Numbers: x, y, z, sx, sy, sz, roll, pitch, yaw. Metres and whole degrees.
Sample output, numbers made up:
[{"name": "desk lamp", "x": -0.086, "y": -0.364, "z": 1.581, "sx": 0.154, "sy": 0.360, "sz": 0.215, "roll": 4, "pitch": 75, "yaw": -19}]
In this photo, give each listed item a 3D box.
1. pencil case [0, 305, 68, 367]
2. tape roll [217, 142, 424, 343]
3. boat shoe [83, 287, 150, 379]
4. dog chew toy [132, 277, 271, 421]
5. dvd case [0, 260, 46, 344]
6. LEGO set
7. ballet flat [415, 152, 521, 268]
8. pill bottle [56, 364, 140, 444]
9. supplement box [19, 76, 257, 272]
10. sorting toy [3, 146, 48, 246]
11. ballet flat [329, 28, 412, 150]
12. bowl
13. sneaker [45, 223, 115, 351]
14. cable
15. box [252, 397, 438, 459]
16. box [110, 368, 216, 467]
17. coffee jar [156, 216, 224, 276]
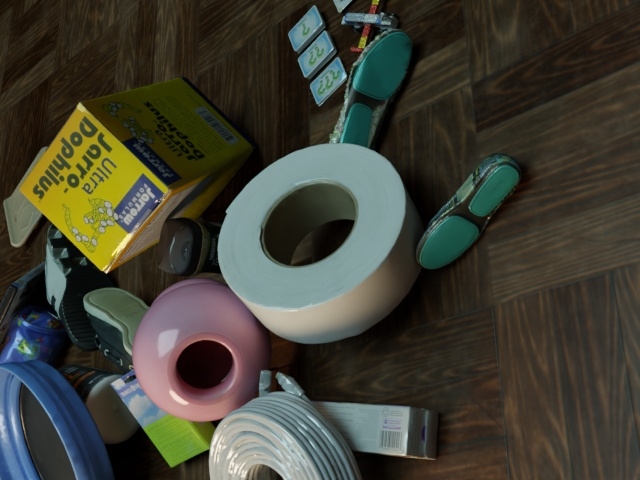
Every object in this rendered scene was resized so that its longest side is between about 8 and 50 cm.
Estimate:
[{"name": "pencil case", "x": -0.666, "y": 0.290, "z": 1.920, "sx": 0.306, "sy": 0.133, "sz": 0.119, "roll": -62, "pitch": 15, "yaw": 8}, {"name": "tape roll", "x": 0.000, "y": 0.000, "z": 1.241, "sx": 0.286, "sy": 0.100, "sz": 0.286, "roll": -14, "pitch": 52, "yaw": 18}, {"name": "boat shoe", "x": -0.330, "y": 0.199, "z": 1.605, "sx": 0.340, "sy": 0.127, "sz": 0.113, "roll": 24, "pitch": 121, "yaw": 39}, {"name": "dog chew toy", "x": -0.191, "y": 0.152, "z": 1.382, "sx": 0.206, "sy": 0.206, "sz": 0.332, "roll": -66, "pitch": 14, "yaw": 5}, {"name": "dvd case", "x": -0.682, "y": 0.149, "z": 1.966, "sx": 0.180, "sy": 0.022, "sz": 0.253, "roll": -61, "pitch": 5, "yaw": 10}, {"name": "LEGO set", "x": 0.038, "y": -0.372, "z": 1.467, "sx": 0.244, "sy": 0.060, "sz": 0.182, "roll": -40, "pitch": 53, "yaw": 30}, {"name": "ballet flat", "x": 0.195, "y": -0.041, "z": 1.168, "sx": 0.188, "sy": 0.070, "sz": 0.070, "roll": -47, "pitch": 45, "yaw": 21}, {"name": "pill bottle", "x": -0.450, "y": 0.308, "z": 1.675, "sx": 0.246, "sy": 0.130, "sz": 0.130, "roll": -1, "pitch": 74, "yaw": 48}, {"name": "supplement box", "x": -0.291, "y": -0.125, "z": 1.475, "sx": 0.195, "sy": 0.356, "sz": 0.194, "roll": 43, "pitch": 114, "yaw": 2}, {"name": "sorting toy", "x": -0.725, "y": -0.110, "z": 2.219, "sx": 0.208, "sy": 0.038, "sz": 0.193, "roll": -46, "pitch": 46, "yaw": 19}, {"name": "ballet flat", "x": 0.066, "y": -0.215, "z": 1.358, "sx": 0.241, "sy": 0.091, "sz": 0.077, "roll": -65, "pitch": 18, "yaw": 0}, {"name": "bowl", "x": -0.500, "y": 0.403, "z": 1.609, "sx": 0.391, "sy": 0.077, "sz": 0.391, "roll": 21, "pitch": 120, "yaw": 42}, {"name": "sneaker", "x": -0.510, "y": 0.122, "z": 1.844, "sx": 0.146, "sy": 0.122, "sz": 0.330, "roll": -62, "pitch": 39, "yaw": 37}, {"name": "cable", "x": -0.047, "y": 0.338, "z": 1.191, "sx": 0.257, "sy": 0.089, "sz": 0.257, "roll": 36, "pitch": 123, "yaw": 34}, {"name": "box", "x": 0.022, "y": 0.260, "z": 1.226, "sx": 0.324, "sy": 0.063, "sz": 0.067, "roll": -9, "pitch": 69, "yaw": 46}, {"name": "box", "x": -0.260, "y": 0.285, "z": 1.464, "sx": 0.109, "sy": 0.042, "sz": 0.178, "roll": -33, "pitch": 94, "yaw": 35}, {"name": "coffee jar", "x": -0.185, "y": 0.012, "z": 1.449, "sx": 0.079, "sy": 0.184, "sz": 0.096, "roll": 16, "pitch": 98, "yaw": 36}]
